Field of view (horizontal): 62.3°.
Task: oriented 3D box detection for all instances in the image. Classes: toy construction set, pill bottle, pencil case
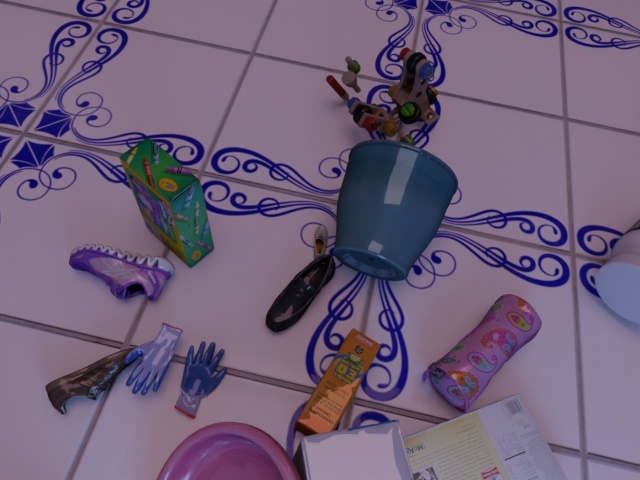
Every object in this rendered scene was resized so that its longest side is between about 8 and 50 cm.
[{"bbox_3d":[0.195,-0.391,1.512,0.309,0.237,0.257,25,88,29],"label":"toy construction set"},{"bbox_3d":[0.841,0.030,1.269,0.363,0.210,0.210,-34,67,-23],"label":"pill bottle"},{"bbox_3d":[0.352,0.238,1.149,0.284,0.124,0.124,-36,68,-23],"label":"pencil case"}]

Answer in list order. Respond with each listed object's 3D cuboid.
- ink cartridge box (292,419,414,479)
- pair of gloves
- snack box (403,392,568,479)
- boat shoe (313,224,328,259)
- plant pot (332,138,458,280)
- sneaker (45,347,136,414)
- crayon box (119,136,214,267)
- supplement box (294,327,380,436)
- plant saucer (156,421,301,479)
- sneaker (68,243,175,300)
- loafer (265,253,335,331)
[{"bbox_3d":[0.053,0.435,0.931,0.171,0.233,0.168,-8,61,-10],"label":"ink cartridge box"},{"bbox_3d":[-0.300,0.264,1.099,0.198,0.023,0.159,28,62,-9],"label":"pair of gloves"},{"bbox_3d":[0.298,0.447,1.047,0.322,0.060,0.187,-15,60,-14],"label":"snack box"},{"bbox_3d":[0.000,0.000,1.312,0.035,0.035,0.100,9,58,1],"label":"boat shoe"},{"bbox_3d":[0.153,-0.054,1.239,0.271,0.272,0.255,20,72,7],"label":"plant pot"},{"bbox_3d":[-0.456,0.286,1.087,0.188,0.066,0.071,-24,83,-16],"label":"sneaker"},{"bbox_3d":[-0.335,-0.075,1.184,0.165,0.278,0.081,39,64,18],"label":"crayon box"},{"bbox_3d":[0.037,0.302,1.104,0.078,0.080,0.233,29,58,10],"label":"supplement box"},{"bbox_3d":[-0.151,0.484,0.897,0.332,0.084,0.332,-12,65,28],"label":"plant saucer"},{"bbox_3d":[-0.456,0.078,1.193,0.236,0.095,0.105,11,66,0],"label":"sneaker"},{"bbox_3d":[-0.045,0.114,1.211,0.076,0.078,0.223,35,62,16],"label":"loafer"}]
